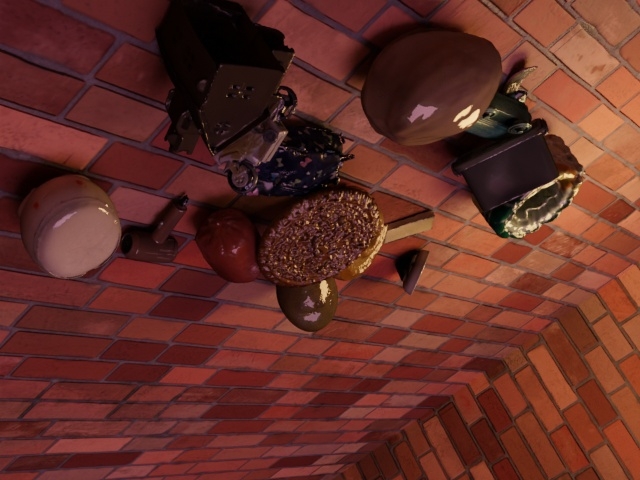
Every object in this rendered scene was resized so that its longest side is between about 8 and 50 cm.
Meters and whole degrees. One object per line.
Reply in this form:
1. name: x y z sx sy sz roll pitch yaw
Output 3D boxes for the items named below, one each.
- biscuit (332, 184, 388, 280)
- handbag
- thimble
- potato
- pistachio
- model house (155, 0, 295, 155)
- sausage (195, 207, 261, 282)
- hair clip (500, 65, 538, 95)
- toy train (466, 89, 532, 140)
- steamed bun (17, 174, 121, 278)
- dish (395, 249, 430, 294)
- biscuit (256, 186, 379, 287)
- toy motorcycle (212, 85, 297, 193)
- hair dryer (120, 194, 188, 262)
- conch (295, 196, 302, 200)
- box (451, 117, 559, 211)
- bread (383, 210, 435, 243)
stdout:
1. biscuit: 0.082 -0.001 2.092 0.213 0.091 0.274 -64 157 -8
2. handbag: -0.063 -0.161 1.748 0.260 0.113 0.162 -3 140 -40
3. thimble: 0.544 -0.142 2.233 0.288 0.167 0.254 -41 149 26
4. potato: -0.037 0.120 2.178 0.159 0.174 0.251 -17 135 -5
5. pistachio: 0.223 -0.307 1.678 0.332 0.208 0.226 -21 108 -25
6. model house: -0.173 -0.244 1.410 0.205 0.211 0.243 1 136 -38
7. sausage: -0.194 0.015 1.896 0.148 0.148 0.254 -25 151 -4
8. hair clip: 0.449 -0.358 1.946 0.054 0.022 0.137 -15 157 -21
9. toy train: 0.367 -0.289 1.919 0.159 0.101 0.248 -20 158 40
10. steamed bun: -0.473 -0.036 1.586 0.177 0.130 0.228 -30 152 -17
11. dish: 0.253 0.079 2.449 0.141 0.078 0.141 24 90 -86
12. biscuit: 0.000 0.000 1.883 0.306 0.038 0.305 -19 142 -16
13. toy motorcycle: -0.140 -0.207 1.598 0.228 0.151 0.074 -61 165 19
14. hair dryer: -0.334 -0.029 1.801 0.117 0.064 0.181 11 126 -46
15. conch: -0.017 -0.114 1.926 0.076 0.056 0.085 -16 153 -45
16. box: 0.452 -0.178 2.039 0.243 0.135 0.163 -26 -172 17
17. bread: 0.236 -0.036 2.291 0.154 0.028 0.068 -18 150 -14
